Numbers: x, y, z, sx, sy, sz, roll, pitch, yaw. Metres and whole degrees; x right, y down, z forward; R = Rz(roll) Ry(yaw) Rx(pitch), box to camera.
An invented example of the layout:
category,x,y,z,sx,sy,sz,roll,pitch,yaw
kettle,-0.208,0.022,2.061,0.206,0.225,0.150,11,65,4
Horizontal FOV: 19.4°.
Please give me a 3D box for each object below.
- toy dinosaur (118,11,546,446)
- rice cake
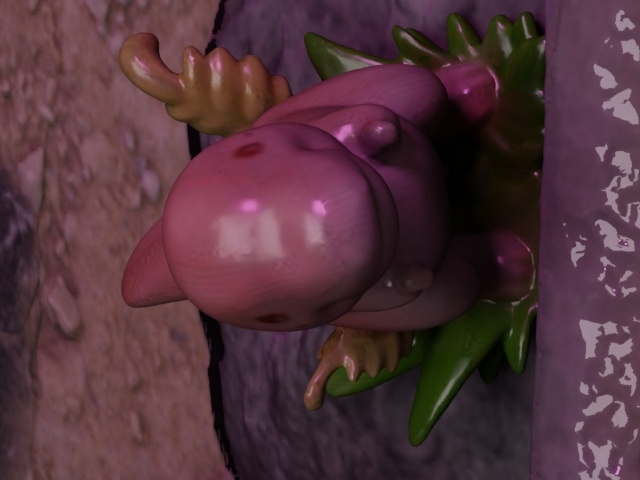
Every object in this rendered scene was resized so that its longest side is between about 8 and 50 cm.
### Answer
category,x,y,z,sx,sy,sz,roll,pitch,yaw
toy dinosaur,0.000,0.007,0.616,0.194,0.177,0.152,7,104,50
rice cake,0.103,0.060,0.595,0.064,0.070,0.399,18,113,50
